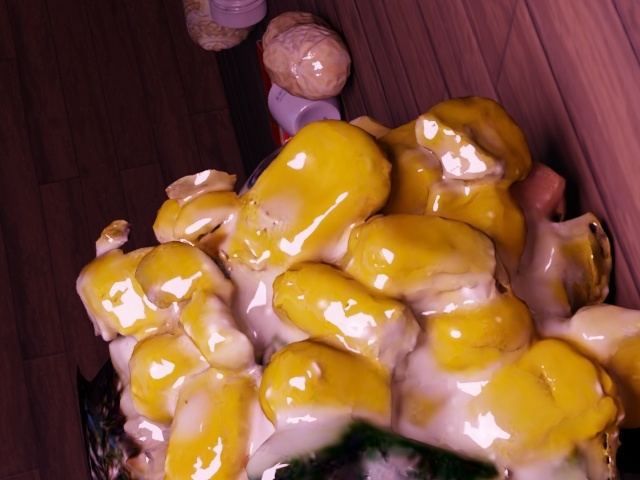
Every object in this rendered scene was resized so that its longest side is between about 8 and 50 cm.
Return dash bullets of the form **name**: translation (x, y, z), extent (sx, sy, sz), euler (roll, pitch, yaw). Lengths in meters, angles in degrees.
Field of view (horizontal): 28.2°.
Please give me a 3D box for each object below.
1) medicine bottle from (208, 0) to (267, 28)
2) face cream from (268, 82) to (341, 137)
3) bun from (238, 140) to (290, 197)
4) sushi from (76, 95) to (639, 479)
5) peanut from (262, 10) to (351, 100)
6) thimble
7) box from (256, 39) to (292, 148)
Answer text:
- **medicine bottle**: translation (-0.148, -0.457, 2.175), extent (0.168, 0.105, 0.105), euler (85, 170, -47)
- **face cream**: translation (-0.018, -0.174, 1.648), extent (0.095, 0.091, 0.091), euler (-117, 15, -50)
- **bun**: translation (0.042, 0.046, 1.150), extent (0.293, 0.187, 0.293), euler (-11, 77, 60)
- **sushi**: translation (0.037, 0.108, 0.725), extent (0.285, 0.328, 0.329), euler (104, 156, -52)
- **peanut**: translation (-0.021, -0.225, 1.549), extent (0.214, 0.098, 0.090), euler (-112, 2, -69)
- **thimble**: translation (-0.193, -0.466, 2.415), extent (0.190, 0.137, 0.143), euler (-93, -2, -47)
- **box**: translation (-0.059, -0.234, 2.077), extent (0.112, 0.048, 0.175), euler (-119, 18, -64)
